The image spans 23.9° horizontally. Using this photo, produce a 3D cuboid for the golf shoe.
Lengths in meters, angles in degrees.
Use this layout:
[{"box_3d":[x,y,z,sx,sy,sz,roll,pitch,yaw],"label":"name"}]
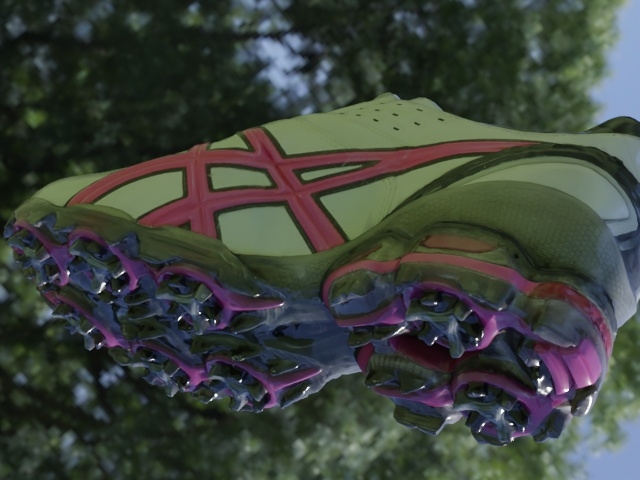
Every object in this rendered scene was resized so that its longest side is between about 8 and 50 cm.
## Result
[{"box_3d":[0.000,0.000,0.400,0.186,0.067,0.086,6,-132,33],"label":"golf shoe"}]
